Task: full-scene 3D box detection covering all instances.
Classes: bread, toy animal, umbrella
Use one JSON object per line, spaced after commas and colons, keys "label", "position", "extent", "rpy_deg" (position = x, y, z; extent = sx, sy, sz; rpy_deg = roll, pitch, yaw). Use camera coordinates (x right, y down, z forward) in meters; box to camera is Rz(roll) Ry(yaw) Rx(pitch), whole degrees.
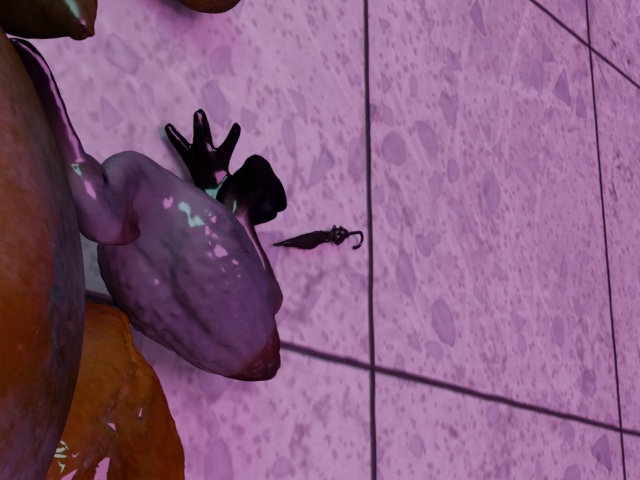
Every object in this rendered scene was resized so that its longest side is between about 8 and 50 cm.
{"label": "bread", "position": [-0.149, 0.125, 0.584], "extent": [0.129, 0.134, 0.260], "rpy_deg": [59, 40, -24]}
{"label": "toy animal", "position": [-0.090, 0.002, 0.685], "extent": [0.324, 0.091, 0.195], "rpy_deg": [2, 67, -76]}
{"label": "umbrella", "position": [0.001, -0.003, 0.925], "extent": [0.122, 0.013, 0.022], "rpy_deg": [0, 101, -54]}

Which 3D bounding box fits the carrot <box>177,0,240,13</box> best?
{"label": "carrot", "position": [-0.123, -0.221, 0.794], "extent": [0.186, 0.060, 0.060], "rpy_deg": [32, 55, -40]}

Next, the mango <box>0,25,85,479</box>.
{"label": "mango", "position": [-0.204, -0.007, 0.467], "extent": [0.221, 0.199, 0.384], "rpy_deg": [74, -2, -50]}

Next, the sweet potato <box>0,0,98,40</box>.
{"label": "sweet potato", "position": [-0.191, -0.194, 0.638], "extent": [0.346, 0.109, 0.079], "rpy_deg": [-108, -164, -45]}
